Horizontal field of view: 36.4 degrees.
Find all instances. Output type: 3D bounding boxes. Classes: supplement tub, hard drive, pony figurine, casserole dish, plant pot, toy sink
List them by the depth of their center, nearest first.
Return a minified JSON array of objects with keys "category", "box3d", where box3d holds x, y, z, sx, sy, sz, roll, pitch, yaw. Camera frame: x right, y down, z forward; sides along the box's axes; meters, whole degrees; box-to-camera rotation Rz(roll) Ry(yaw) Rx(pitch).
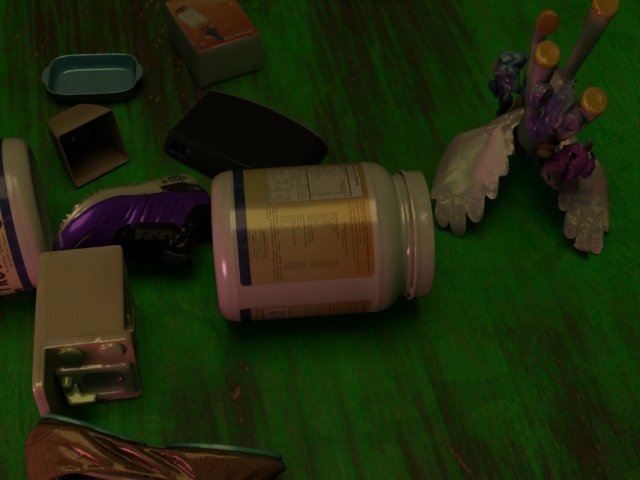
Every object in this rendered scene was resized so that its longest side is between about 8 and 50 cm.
[{"category":"toy sink","box3d":[-0.327,0.146,1.389,0.131,0.153,0.234,-5,50,-6]},{"category":"supplement tub","box3d":[-0.580,-0.015,1.465,0.324,0.235,0.235,-12,52,-11]},{"category":"supplement tub","box3d":[0.000,0.000,1.465,0.316,0.228,0.228,-4,50,-4]},{"category":"pony figurine","box3d":[0.363,-0.184,1.592,0.302,0.363,0.351,13,67,0]},{"category":"plant pot","box3d":[-0.415,-0.178,1.693,0.109,0.109,0.096,-32,46,-24]},{"category":"hard drive","box3d":[-0.132,-0.175,1.721,0.254,0.054,0.172,25,54,19]},{"category":"casserole dish","box3d":[-0.427,-0.303,1.835,0.188,0.037,0.114,-2,50,-4]}]

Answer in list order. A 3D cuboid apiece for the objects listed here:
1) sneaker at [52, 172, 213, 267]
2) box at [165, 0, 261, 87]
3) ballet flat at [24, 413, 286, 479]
[{"category":"sneaker","box3d":[-0.266,-0.011,1.520,0.293,0.102,0.146,-23,61,-42]},{"category":"box","box3d":[-0.206,-0.395,1.879,0.130,0.091,0.170,-21,53,-18]},{"category":"ballet flat","box3d":[-0.221,0.315,1.273,0.342,0.116,0.124,11,64,-4]}]
